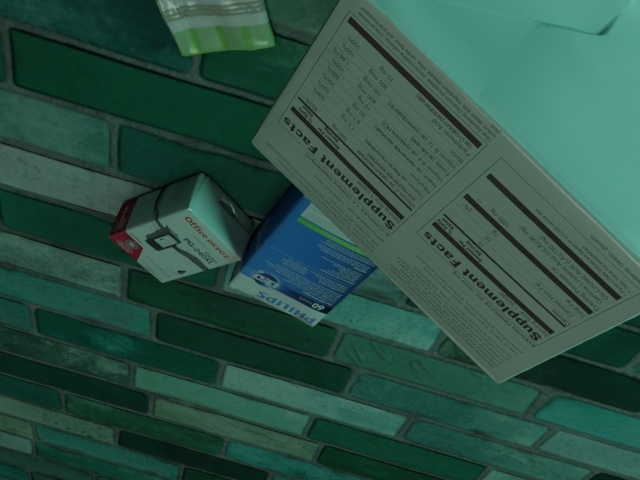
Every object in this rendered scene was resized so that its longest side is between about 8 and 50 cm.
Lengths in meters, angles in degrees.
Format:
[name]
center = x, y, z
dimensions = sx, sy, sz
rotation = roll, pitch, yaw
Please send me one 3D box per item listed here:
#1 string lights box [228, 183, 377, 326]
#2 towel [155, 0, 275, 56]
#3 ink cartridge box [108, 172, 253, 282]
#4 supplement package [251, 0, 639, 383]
[string lights box]
center = 0.000, 0.000, 1.024
dimensions = 0.133, 0.077, 0.260
rotation = 27, 140, -15
[towel]
center = -0.115, -0.244, 0.804
dimensions = 0.113, 0.023, 0.152
rotation = 0, 140, 19
[ink cartridge box]
center = -0.180, -0.013, 1.078
dimensions = 0.150, 0.063, 0.109
rotation = -16, 133, 34
[supplement package]
center = 0.132, -0.090, 0.490
dimensions = 0.204, 0.262, 0.145
rotation = 44, 146, 1
